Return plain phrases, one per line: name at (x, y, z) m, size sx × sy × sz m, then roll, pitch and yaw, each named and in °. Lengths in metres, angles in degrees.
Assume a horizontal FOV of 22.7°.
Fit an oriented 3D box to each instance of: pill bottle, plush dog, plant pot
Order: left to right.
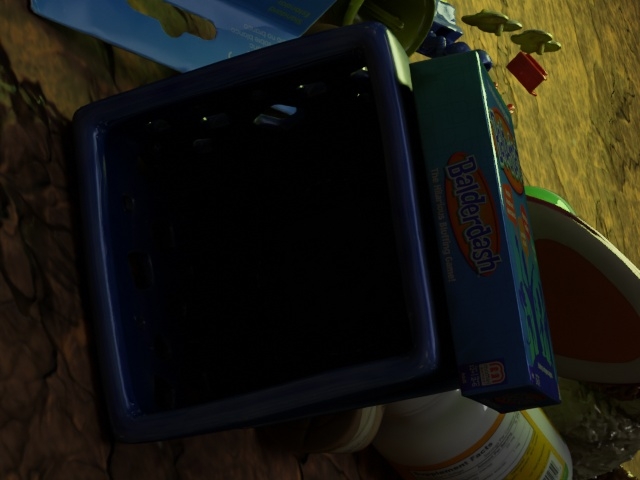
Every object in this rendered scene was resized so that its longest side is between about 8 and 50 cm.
plant pot at (-0.012, 0.011, 1.103) m, size 0.212 × 0.235 × 0.236 m, roll 23°, pitch 55°, yaw -67°
pill bottle at (0.116, 0.156, 1.398) m, size 0.246 × 0.136 × 0.136 m, roll 51°, pitch 34°, yaw -42°
plush dog at (0.300, 0.138, 1.571) m, size 0.262 × 0.225 × 0.211 m, roll -29°, pitch 79°, yaw -45°

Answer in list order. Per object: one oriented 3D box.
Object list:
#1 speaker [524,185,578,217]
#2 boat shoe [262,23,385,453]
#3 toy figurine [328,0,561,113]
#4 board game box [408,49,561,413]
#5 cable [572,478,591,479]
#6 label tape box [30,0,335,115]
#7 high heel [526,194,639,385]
speaker at (0.178, 0.027, 1.601) m, size 0.296 × 0.131 × 0.131 m, roll -31°, pitch 105°, yaw -65°
boat shoe at (0.000, 0.000, 1.277) m, size 0.110 × 0.121 × 0.341 m, roll 22°, pitch 67°, yaw -66°
toy figurine at (0.043, -0.214, 1.514) m, size 0.217 × 0.191 × 0.362 m, roll 52°, pitch 23°, yaw 25°
board game box at (0.109, 0.001, 1.033) m, size 0.160 × 0.047 × 0.210 m, roll 32°, pitch 48°, yaw -73°
cable at (0.280, 0.385, 1.683) m, size 0.257 × 0.089 × 0.257 m, roll 56°, pitch 32°, yaw -38°
label tape box at (-0.062, -0.297, 1.161) m, size 0.249 × 0.115 × 0.348 m, roll 19°, pitch 68°, yaw -38°
high heel at (0.164, 0.012, 1.356) m, size 0.181 × 0.377 × 0.127 m, roll 9°, pitch 112°, yaw -60°
